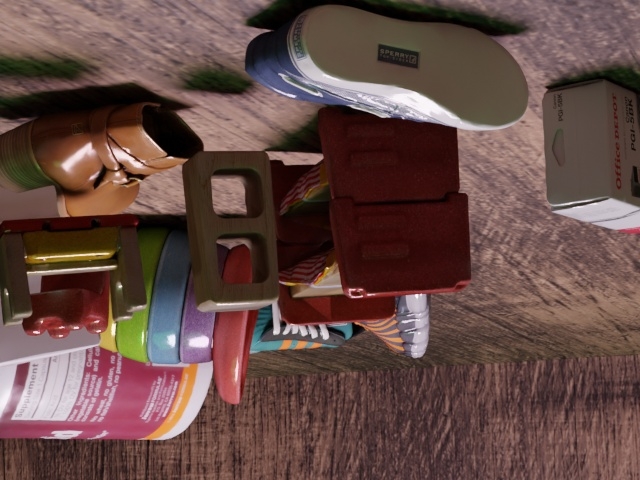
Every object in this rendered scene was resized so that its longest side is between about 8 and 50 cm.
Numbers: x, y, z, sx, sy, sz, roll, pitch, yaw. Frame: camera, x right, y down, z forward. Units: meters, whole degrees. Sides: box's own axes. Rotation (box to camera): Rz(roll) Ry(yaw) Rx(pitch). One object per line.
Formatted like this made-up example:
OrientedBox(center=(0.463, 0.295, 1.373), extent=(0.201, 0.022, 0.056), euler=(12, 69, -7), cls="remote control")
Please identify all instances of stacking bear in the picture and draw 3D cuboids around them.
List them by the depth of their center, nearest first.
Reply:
OrientedBox(center=(-0.218, 0.059, 1.664), extent=(0.289, 0.175, 0.164), euler=(8, 143, 2), cls="stacking bear")

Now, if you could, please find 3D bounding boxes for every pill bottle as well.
OrientedBox(center=(-0.348, 0.132, 1.825), extent=(0.392, 0.224, 0.224), euler=(7, 166, -38), cls="pill bottle")

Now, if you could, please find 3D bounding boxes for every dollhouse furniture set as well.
OrientedBox(center=(-0.082, -0.011, 1.214), extent=(0.374, 0.152, 0.201), euler=(-3, 170, -19), cls="dollhouse furniture set")

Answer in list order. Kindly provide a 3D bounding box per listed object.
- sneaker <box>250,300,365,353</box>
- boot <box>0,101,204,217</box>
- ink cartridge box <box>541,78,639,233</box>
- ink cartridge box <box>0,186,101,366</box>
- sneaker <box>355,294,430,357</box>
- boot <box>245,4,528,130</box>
OrientedBox(center=(-0.029, 0.096, 2.022), extent=(0.121, 0.108, 0.302), euler=(-8, 176, 28), cls="sneaker")
OrientedBox(center=(-0.161, -0.065, 1.232), extent=(0.152, 0.073, 0.197), euler=(-13, 171, 23), cls="boot")
OrientedBox(center=(0.237, -0.065, 1.188), extent=(0.056, 0.099, 0.135), euler=(-10, 167, 38), cls="ink cartridge box")
OrientedBox(center=(-0.354, 0.047, 1.443), extent=(0.171, 0.168, 0.233), euler=(-10, 177, -41), cls="ink cartridge box")
OrientedBox(center=(0.045, 0.059, 1.835), extent=(0.180, 0.124, 0.321), euler=(2, 159, 6), cls="sneaker")
OrientedBox(center=(0.046, -0.116, 1.017), extent=(0.190, 0.069, 0.086), euler=(15, 170, -30), cls="boot")
